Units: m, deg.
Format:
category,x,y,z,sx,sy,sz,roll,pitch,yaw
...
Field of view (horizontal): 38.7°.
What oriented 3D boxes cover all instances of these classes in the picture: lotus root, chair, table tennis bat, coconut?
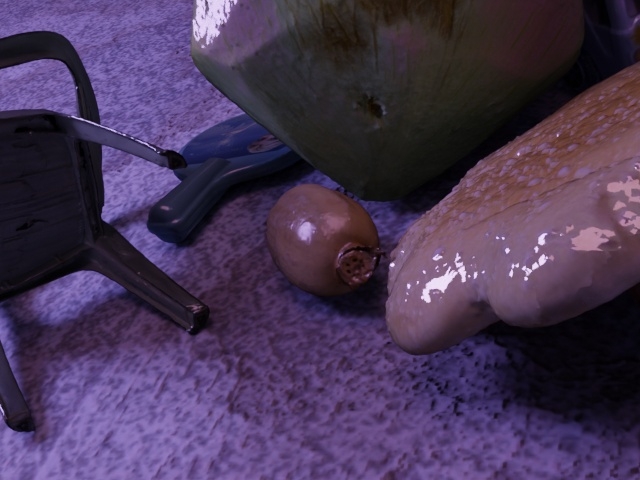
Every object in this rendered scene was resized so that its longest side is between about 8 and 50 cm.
category,x,y,z,sx,sy,sz,roll,pitch,yaw
lotus root,0.000,0.000,0.638,0.073,0.062,0.150,-61,28,4
chair,-0.205,-0.032,0.689,0.190,0.204,0.274,-21,36,-28
table tennis bat,-0.085,-0.071,0.840,0.149,0.038,0.237,1,32,28
coconut,0.050,-0.191,0.725,0.328,0.329,0.281,-16,-4,4

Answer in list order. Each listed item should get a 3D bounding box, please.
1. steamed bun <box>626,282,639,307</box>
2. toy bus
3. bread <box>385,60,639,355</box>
category,x,y,z,sx,sy,sz,roll,pitch,yaw
steamed bun,0.250,-0.002,0.472,0.175,0.106,0.145,-22,27,2
toy bus,0.216,-0.234,0.843,0.109,0.136,0.329,-27,30,-11
bread,0.159,-0.043,0.526,0.316,0.054,0.316,-34,9,6
